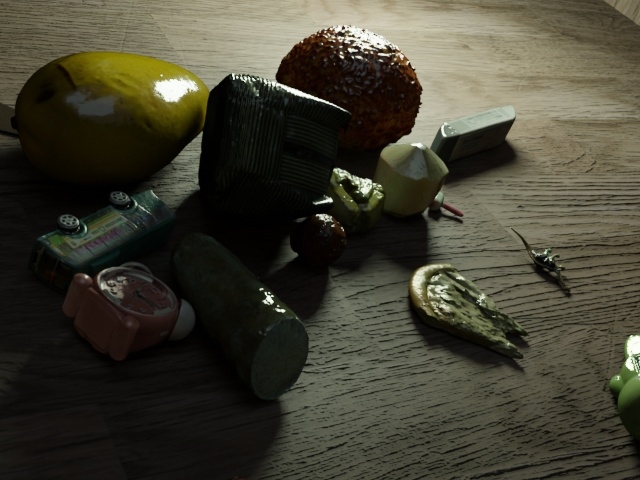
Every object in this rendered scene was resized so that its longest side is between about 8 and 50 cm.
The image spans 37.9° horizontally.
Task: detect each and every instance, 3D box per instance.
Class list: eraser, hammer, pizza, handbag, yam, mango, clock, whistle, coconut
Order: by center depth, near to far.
[{"bbox_3d":[-0.292,0.108,1.441,0.166,0.092,0.162,37,29,24],"label":"clock"},{"bbox_3d":[-0.140,0.101,1.492,0.133,0.133,0.330,-9,40,-36],"label":"yam"},{"bbox_3d":[0.586,0.268,1.640,0.141,0.141,0.294,24,17,7],"label":"whistle"},{"bbox_3d":[-0.094,-0.163,1.710,0.240,0.247,0.341,10,-1,-15],"label":"handbag"},{"bbox_3d":[0.272,0.132,1.725,0.262,0.034,0.181,35,37,21],"label":"pizza"},{"bbox_3d":[-0.369,-0.242,1.767,0.301,0.220,0.445,30,34,27],"label":"mango"},{"bbox_3d":[0.185,-0.134,1.946,0.147,0.152,0.147,15,32,-9],"label":"coconut"},{"bbox_3d":[0.273,-0.074,2.017,0.083,0.031,0.052,28,38,2],"label":"hammer"},{"bbox_3d":[0.373,-0.258,2.268,0.352,0.089,0.061,-19,54,-44],"label":"eraser"}]

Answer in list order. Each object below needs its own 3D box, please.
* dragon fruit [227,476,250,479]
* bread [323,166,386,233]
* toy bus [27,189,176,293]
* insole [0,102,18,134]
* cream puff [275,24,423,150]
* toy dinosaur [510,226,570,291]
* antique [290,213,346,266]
[{"bbox_3d":[-0.080,0.365,1.191,0.147,0.096,0.102,2,12,32],"label":"dragon fruit"},{"bbox_3d":[0.045,-0.067,1.844,0.156,0.103,0.110,14,46,1],"label":"bread"},{"bbox_3d":[-0.360,-0.003,1.557,0.109,0.091,0.262,38,40,15],"label":"toy bus"},{"bbox_3d":[-0.628,-0.242,1.824,0.328,0.007,0.111,17,36,-3],"label":"insole"},{"bbox_3d":[0.076,-0.354,2.106,0.350,0.228,0.350,9,53,-13],"label":"cream puff"},{"bbox_3d":[0.469,0.037,1.953,0.058,0.037,0.180,-12,46,-44],"label":"toy dinosaur"},{"bbox_3d":[0.000,0.000,1.716,0.104,0.104,0.104,13,35,-9],"label":"antique"}]
